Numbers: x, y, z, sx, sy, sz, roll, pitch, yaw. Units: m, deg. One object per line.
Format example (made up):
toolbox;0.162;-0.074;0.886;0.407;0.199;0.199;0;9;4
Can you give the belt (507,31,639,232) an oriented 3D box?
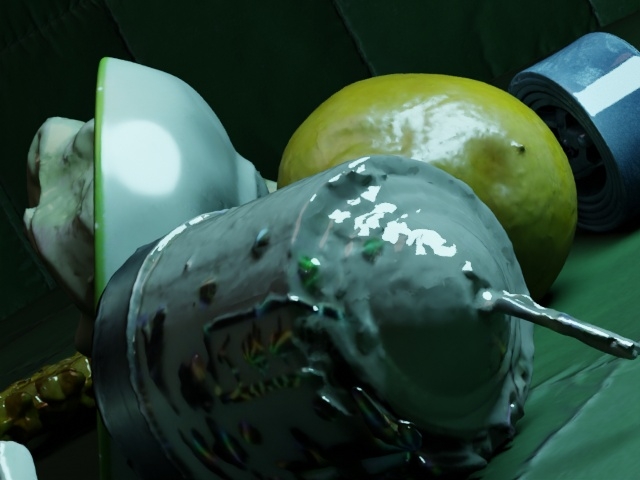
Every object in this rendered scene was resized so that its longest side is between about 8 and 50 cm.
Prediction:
belt;0.213;-0.083;1.469;0.082;0.141;0.190;-28;3;-12

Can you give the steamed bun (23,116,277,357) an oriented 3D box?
steamed bun;-0.124;0.034;1.627;0.280;0.268;0.207;8;72;50

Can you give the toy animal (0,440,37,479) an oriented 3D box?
toy animal;-0.258;0.225;1.056;0.282;0.138;0.140;-28;10;22

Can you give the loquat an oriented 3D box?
loquat;0.076;-0.013;1.343;0.213;0.213;0.213;-28;6;3

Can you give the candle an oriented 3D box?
candle;0.024;0.051;1.052;0.330;0.187;0.187;-20;11;48

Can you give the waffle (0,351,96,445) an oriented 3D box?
waffle;-0.267;0.160;2.006;0.260;0.069;0.293;-26;3;-2

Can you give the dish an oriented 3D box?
dish;-0.090;0.034;1.336;0.124;0.324;0.324;-1;5;-4
